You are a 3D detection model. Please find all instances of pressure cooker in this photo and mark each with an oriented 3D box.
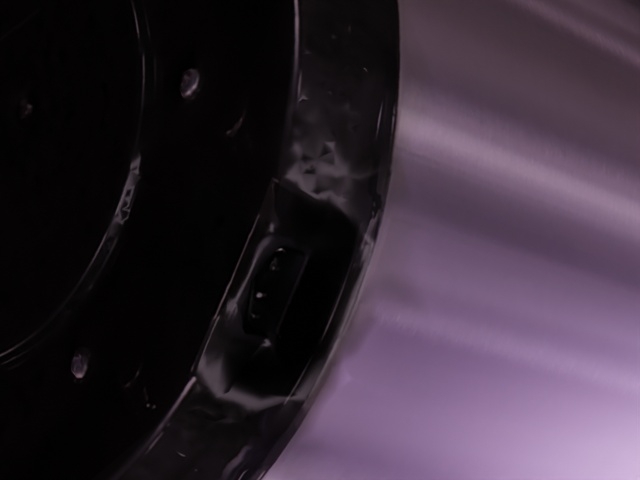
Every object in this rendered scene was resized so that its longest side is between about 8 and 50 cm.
[{"bbox_3d":[0.001,0.006,0.878,0.420,0.370,0.375,17,87,-45],"label":"pressure cooker"}]
